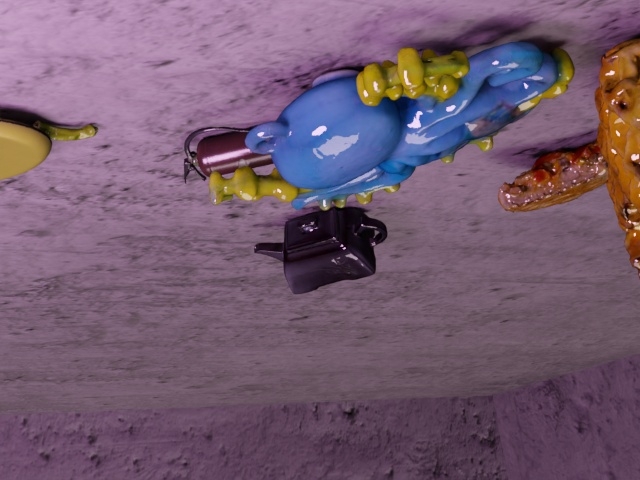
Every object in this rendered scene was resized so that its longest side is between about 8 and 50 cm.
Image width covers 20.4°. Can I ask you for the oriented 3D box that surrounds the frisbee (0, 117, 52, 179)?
[{"bbox_3d":[-0.383,-0.085,1.754,0.236,0.017,0.236,-5,167,-1],"label":"frisbee"}]

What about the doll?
[{"bbox_3d":[0.078,-0.129,1.785,0.341,0.099,0.346,-13,165,-30],"label":"doll"}]

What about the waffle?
[{"bbox_3d":[0.368,-0.079,1.809,0.151,0.261,0.324,-17,170,0],"label":"waffle"}]

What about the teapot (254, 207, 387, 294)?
[{"bbox_3d":[0.000,0.000,2.316,0.177,0.087,0.096,-14,144,19],"label":"teapot"}]

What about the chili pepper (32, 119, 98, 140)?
[{"bbox_3d":[-0.258,-0.111,1.768,0.083,0.017,0.030,1,156,-44],"label":"chili pepper"}]

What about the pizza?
[{"bbox_3d":[0.320,-0.093,2.179,0.199,0.062,0.188,-24,174,30],"label":"pizza"}]

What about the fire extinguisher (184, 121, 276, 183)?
[{"bbox_3d":[-0.083,-0.102,1.888,0.157,0.045,0.078,-11,139,13],"label":"fire extinguisher"}]
